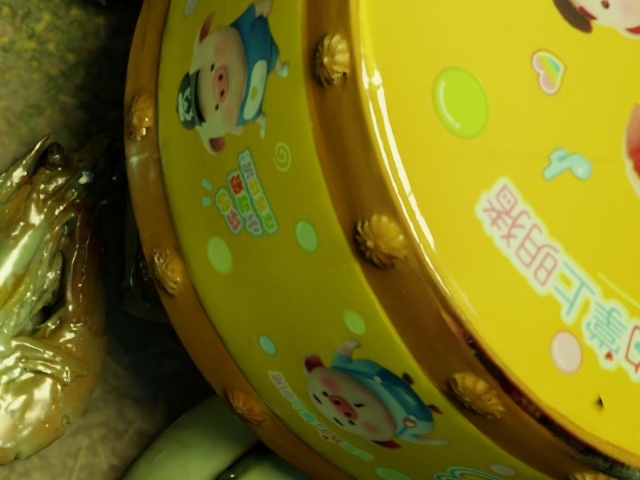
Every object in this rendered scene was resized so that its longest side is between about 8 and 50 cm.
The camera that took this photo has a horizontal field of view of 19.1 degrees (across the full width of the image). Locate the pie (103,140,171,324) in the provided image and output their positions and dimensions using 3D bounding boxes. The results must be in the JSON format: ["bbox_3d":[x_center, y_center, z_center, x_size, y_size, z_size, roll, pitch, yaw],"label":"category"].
[{"bbox_3d":[0.000,0.000,1.194,0.282,0.068,0.128,5,88,-20],"label":"pie"}]

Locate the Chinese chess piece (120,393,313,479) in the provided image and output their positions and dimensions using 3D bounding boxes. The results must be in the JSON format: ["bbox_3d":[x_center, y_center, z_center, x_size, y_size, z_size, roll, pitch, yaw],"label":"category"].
[{"bbox_3d":[0.019,0.247,1.163,0.349,0.146,0.349,-1,92,-24],"label":"Chinese chess piece"}]

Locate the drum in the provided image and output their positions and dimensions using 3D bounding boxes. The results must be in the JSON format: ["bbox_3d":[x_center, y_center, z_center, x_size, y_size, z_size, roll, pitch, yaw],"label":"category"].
[{"bbox_3d":[0.116,-0.061,1.039,0.431,0.214,0.431,10,72,-34],"label":"drum"}]

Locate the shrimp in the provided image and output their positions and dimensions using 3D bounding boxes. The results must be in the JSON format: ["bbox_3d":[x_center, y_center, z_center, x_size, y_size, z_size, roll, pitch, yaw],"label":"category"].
[{"bbox_3d":[-0.170,0.033,1.126,0.115,0.051,0.217,29,80,-27],"label":"shrimp"}]

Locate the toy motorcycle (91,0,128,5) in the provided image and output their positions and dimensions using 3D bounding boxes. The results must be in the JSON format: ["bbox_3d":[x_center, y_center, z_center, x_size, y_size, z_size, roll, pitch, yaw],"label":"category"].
[{"bbox_3d":[-0.082,-0.238,1.141,0.118,0.084,0.212,12,99,-34],"label":"toy motorcycle"}]
